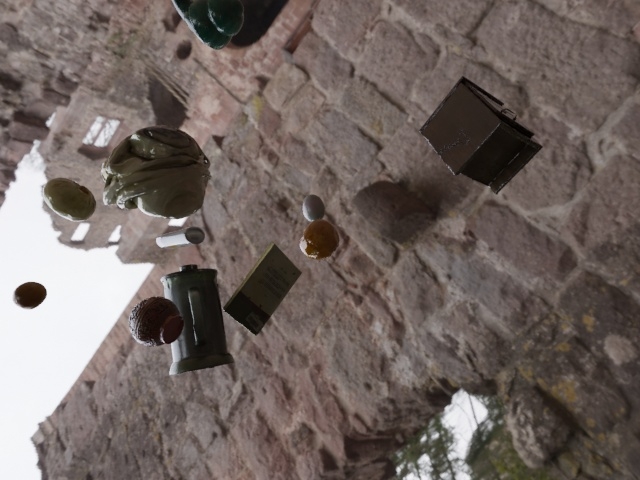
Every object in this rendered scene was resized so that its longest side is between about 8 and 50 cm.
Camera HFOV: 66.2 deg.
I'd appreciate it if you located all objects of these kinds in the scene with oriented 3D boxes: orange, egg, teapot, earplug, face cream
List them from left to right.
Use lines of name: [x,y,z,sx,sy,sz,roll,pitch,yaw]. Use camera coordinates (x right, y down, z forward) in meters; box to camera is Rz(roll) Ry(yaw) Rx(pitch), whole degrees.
orange: [-0.777,0.147,1.316,0.085,0.085,0.085,35,-162,-13]
face cream: [-0.582,-0.008,2.049,0.107,0.073,0.269,12,167,-40]
teapot: [-0.391,0.236,1.537,0.201,0.270,0.336,-8,-102,-16]
earplug: [-0.368,-0.751,1.608,0.164,0.281,0.257,5,-99,-60]
egg: [-0.031,-0.149,2.289,0.103,0.103,0.134,-4,-97,-65]
orange: [0.000,0.000,1.817,0.136,0.158,0.159,31,-163,6]

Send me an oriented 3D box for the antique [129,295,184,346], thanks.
antique: [-0.324,0.157,0.959,0.104,0.104,0.104,35,-162,-13]

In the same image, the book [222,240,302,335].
book: [-0.195,0.172,1.715,0.026,0.289,0.201,20,157,44]

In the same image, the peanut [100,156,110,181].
peanut: [-0.763,-0.247,1.915,0.147,0.147,0.305,37,163,-5]

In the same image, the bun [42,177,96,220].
bun: [-1.006,-0.181,2.003,0.222,0.128,0.222,48,-164,-19]

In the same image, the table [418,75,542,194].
table: [0.386,-0.252,1.182,0.169,0.172,0.193,16,-144,-34]

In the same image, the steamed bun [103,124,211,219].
steamed bun: [-0.435,-0.205,1.336,0.268,0.207,0.280,8,-145,-9]
